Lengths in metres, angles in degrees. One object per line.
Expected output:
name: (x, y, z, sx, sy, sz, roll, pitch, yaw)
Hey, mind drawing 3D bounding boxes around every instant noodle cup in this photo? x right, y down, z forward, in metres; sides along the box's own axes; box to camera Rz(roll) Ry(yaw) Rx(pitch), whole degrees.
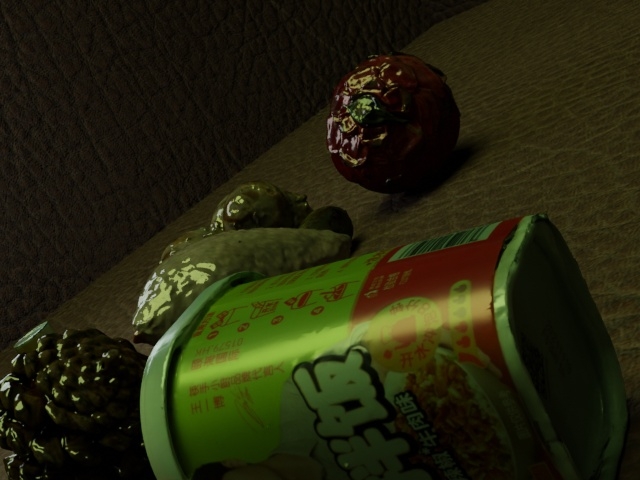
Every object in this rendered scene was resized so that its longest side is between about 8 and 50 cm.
instant noodle cup: (0.064, 0.127, 0.977, 0.307, 0.294, 0.294, -20, 17, 29)

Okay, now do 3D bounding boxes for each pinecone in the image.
pinecone: (-0.317, 0.235, 1.611, 0.243, 0.243, 0.257, -41, -6, -31)

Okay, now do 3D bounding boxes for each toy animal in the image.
toy animal: (-0.130, 0.081, 1.752, 0.358, 0.188, 0.226, -15, 6, -37)

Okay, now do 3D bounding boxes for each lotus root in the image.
lotus root: (0.000, 0.000, 2.003, 0.179, 0.089, 0.081, -53, -21, -47)

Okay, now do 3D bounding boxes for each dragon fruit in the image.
dragon fruit: (0.132, -0.209, 2.118, 0.244, 0.244, 0.299, -25, 15, 38)

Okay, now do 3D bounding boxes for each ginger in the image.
ginger: (-0.162, 0.018, 2.130, 0.375, 0.176, 0.256, -35, -12, 34)

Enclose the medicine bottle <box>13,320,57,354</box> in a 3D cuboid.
medicine bottle: (-0.358, 0.223, 1.766, 0.074, 0.218, 0.074, -34, 12, 8)
